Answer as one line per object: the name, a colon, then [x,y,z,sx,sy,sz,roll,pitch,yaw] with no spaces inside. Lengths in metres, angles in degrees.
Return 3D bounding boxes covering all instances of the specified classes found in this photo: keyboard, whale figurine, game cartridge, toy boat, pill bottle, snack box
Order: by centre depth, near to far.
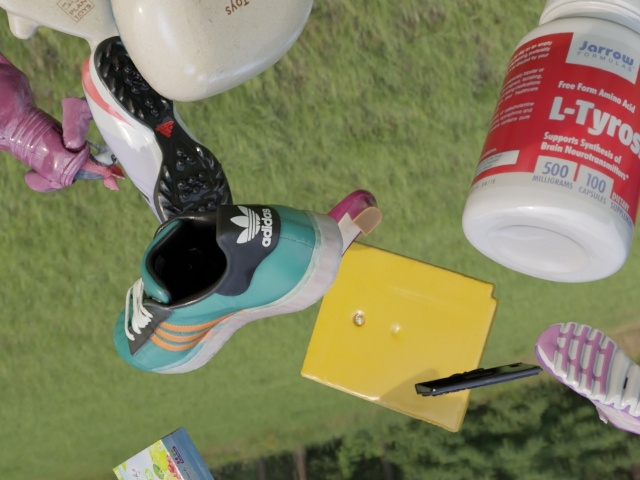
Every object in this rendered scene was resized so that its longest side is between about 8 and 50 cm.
toy boat: [-0.139,-0.323,0.965,0.148,0.318,0.267,7,-144,48]
pill bottle: [0.362,-0.165,1.291,0.229,0.407,0.229,17,159,7]
keyboard: [0.236,0.213,1.371,0.180,0.023,0.108,-9,178,-12]
whale figurine: [-0.389,-0.392,1.376,0.216,0.141,0.272,-42,127,8]
game cartridge: [0.150,0.174,1.705,0.324,0.285,0.053,18,-177,18]
snack box: [-0.304,0.488,1.797,0.070,0.174,0.207,-25,170,-47]

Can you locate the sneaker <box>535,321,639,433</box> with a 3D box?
sneaker: [0.387,0.197,1.196,0.236,0.095,0.104,28,151,5]

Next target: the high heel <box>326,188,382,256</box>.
high heel: [0.000,0.000,1.589,0.244,0.082,0.117,-43,-159,7]

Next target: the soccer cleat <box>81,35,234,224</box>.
soccer cleat: [-0.217,-0.110,1.194,0.109,0.318,0.116,-31,-174,-32]

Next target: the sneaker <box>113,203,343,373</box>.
sneaker: [-0.121,0.037,0.796,0.121,0.108,0.302,19,146,-36]

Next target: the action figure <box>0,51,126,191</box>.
action figure: [-0.514,-0.196,1.603,0.248,0.370,0.275,-61,179,26]
